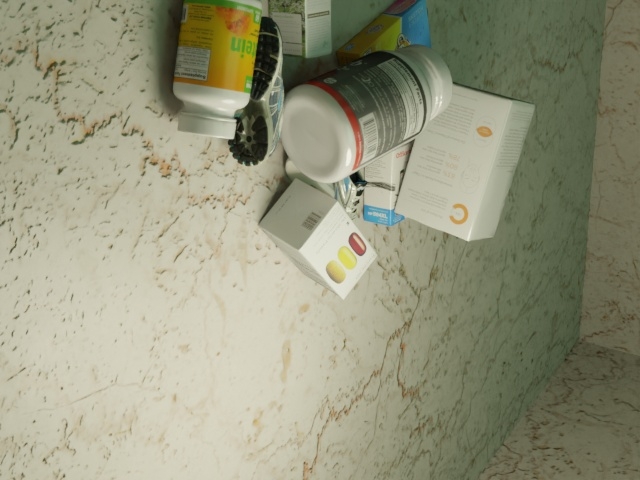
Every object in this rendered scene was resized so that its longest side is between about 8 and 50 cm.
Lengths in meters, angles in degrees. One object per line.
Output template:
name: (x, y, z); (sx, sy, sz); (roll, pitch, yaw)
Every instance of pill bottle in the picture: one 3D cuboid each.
pill bottle: (0.103, -0.279, 1.793); (0.363, 0.210, 0.210); (-31, 127, -36)
pill bottle: (-0.184, -0.306, 1.486); (0.136, 0.136, 0.245); (-4, 105, -56)

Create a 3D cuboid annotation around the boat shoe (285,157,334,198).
boat shoe: (-0.018, -0.151, 1.875); (0.184, 0.066, 0.063); (36, 50, -49)

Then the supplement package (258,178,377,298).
supplement package: (0.000, 0.000, 1.862); (0.139, 0.134, 0.244); (-52, 143, -9)

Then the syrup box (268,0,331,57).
syrup box: (-0.040, -0.487, 1.678); (0.096, 0.093, 0.236); (-27, 123, -50)

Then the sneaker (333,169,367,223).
sneaker: (0.066, -0.103, 1.995); (0.085, 0.086, 0.237); (-30, 127, -51)

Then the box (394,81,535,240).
box: (0.351, -0.198, 2.075); (0.168, 0.215, 0.345); (-6, 116, -56)

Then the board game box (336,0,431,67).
board game box: (0.167, -0.416, 2.049); (0.316, 0.064, 0.242); (-48, 138, -37)

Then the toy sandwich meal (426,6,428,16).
toy sandwich meal: (0.248, -0.565, 2.154); (0.085, 0.029, 0.085); (12, 90, -69)

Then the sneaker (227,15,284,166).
sneaker: (-0.121, -0.290, 1.649); (0.122, 0.110, 0.282); (-35, 135, -69)

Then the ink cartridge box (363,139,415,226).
ink cartridge box: (0.183, -0.156, 2.151); (0.148, 0.086, 0.203); (-27, 125, -49)
